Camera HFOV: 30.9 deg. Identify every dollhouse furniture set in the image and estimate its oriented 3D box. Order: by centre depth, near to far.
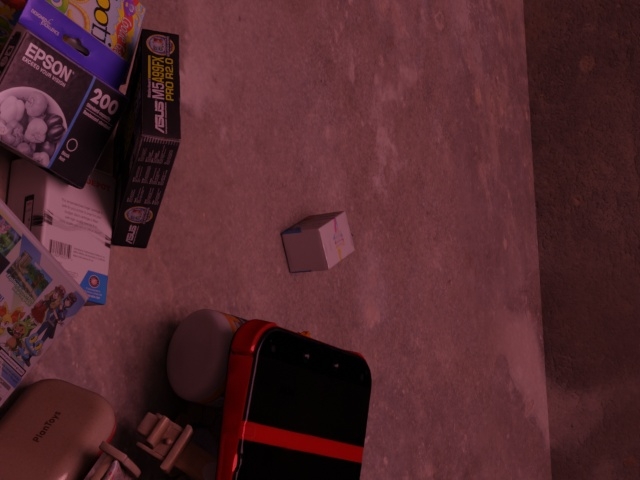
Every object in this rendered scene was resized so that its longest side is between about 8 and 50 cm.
[{"bbox_3d":[-0.249,0.380,1.630,0.303,0.174,0.355,-57,172,-18],"label":"dollhouse furniture set"}]

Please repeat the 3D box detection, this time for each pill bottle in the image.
[{"bbox_3d":[-0.118,0.224,2.028,0.278,0.162,0.162,20,68,-42],"label":"pill bottle"}]

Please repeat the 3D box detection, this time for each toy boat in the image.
[{"bbox_3d":[-0.394,0.320,1.651,0.231,0.151,0.151,-57,162,-46],"label":"toy boat"}]

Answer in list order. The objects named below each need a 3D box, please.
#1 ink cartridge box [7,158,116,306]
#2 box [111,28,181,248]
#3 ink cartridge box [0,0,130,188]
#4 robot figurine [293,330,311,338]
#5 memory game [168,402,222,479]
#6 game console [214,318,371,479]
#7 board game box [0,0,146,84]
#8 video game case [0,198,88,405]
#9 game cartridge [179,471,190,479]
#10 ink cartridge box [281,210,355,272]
[{"bbox_3d":[-0.390,-0.012,1.729,0.148,0.086,0.203,23,66,-55],"label":"ink cartridge box"},{"bbox_3d":[-0.268,-0.151,1.764,0.060,0.270,0.216,7,53,-16],"label":"box"},{"bbox_3d":[-0.366,-0.206,1.620,0.206,0.045,0.208,34,77,-49],"label":"ink cartridge box"},{"bbox_3d":[-0.052,0.333,2.252,0.211,0.085,0.290,-17,100,-58],"label":"robot figurine"},{"bbox_3d":[-0.211,0.375,2.017,0.186,0.012,0.186,13,74,-58],"label":"memory game"},{"bbox_3d":[-0.041,0.326,1.929,0.387,0.060,0.341,25,70,-53],"label":"game console"},{"bbox_3d":[-0.407,-0.347,1.696,0.275,0.144,0.142,39,54,-50],"label":"board game box"},{"bbox_3d":[-0.490,0.084,1.506,0.300,0.036,0.329,-54,133,-23],"label":"video game case"},{"bbox_3d":[-0.221,0.397,2.024,0.056,0.017,0.083,48,46,-41],"label":"game cartridge"},{"bbox_3d":[0.000,0.000,2.383,0.143,0.092,0.089,-36,115,-57],"label":"ink cartridge box"}]
